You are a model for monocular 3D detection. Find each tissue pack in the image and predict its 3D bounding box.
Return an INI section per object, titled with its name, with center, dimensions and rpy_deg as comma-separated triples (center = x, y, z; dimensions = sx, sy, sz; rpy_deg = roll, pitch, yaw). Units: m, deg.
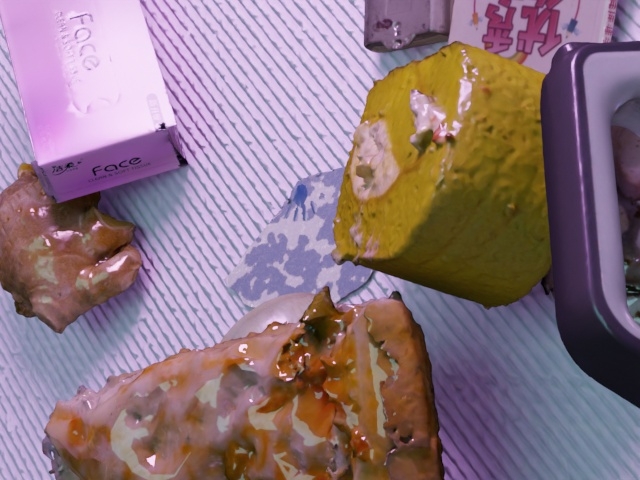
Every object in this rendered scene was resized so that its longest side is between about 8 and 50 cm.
[tissue pack]
center = -0.241, -0.177, 1.718
dimensions = 0.149, 0.092, 0.246
rpy_deg = -17, 66, -2

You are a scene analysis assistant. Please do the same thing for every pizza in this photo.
[pizza]
center = -0.031, 0.214, 1.364
dimensions = 0.392, 0.080, 0.435
rpy_deg = -48, 68, 22

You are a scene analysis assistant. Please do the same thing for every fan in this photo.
[fan]
center = 0.000, 0.000, 1.580
dimensions = 0.240, 0.009, 0.131
rpy_deg = -34, 61, 29

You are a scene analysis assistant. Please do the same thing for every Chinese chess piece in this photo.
[Chinese chess piece]
center = -0.030, 0.112, 1.492
dimensions = 0.144, 0.144, 0.058
rpy_deg = -55, 49, 16

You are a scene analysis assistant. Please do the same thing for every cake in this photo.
[cake]
center = 0.105, -0.047, 1.369
dimensions = 0.260, 0.156, 0.179
rpy_deg = -19, 51, 71

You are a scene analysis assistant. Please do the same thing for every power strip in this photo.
[power strip]
center = 0.085, -0.303, 1.560
dimensions = 0.092, 0.034, 0.268
rpy_deg = -7, 76, 38

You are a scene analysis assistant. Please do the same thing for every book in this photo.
[book]
center = 0.188, -0.232, 1.449
dimensions = 0.162, 0.022, 0.231
rpy_deg = 14, 98, 41

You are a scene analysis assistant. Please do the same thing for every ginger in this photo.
[ginger]
center = -0.279, -0.006, 1.747
dimensions = 0.157, 0.102, 0.216
rpy_deg = -42, 57, 17

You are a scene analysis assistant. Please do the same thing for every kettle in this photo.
[kettle]
center = 0.320, 0.036, 1.107
dimensions = 0.250, 0.361, 0.376
rpy_deg = 119, 143, -60

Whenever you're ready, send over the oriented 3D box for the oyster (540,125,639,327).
[oyster]
center = 0.288, -0.077, 1.330
dimensions = 0.129, 0.078, 0.345
rpy_deg = 26, 97, 21
